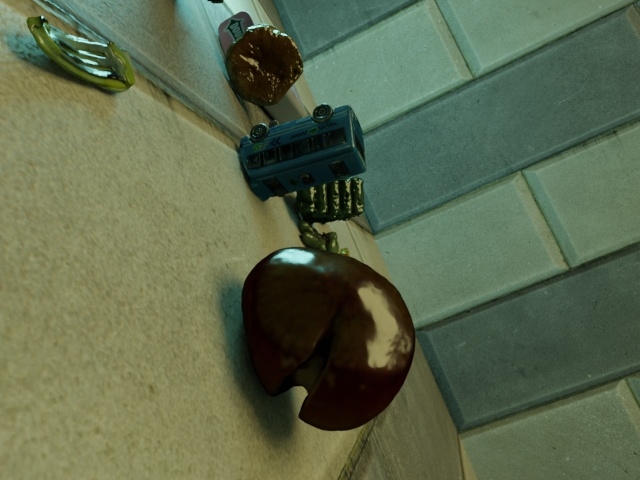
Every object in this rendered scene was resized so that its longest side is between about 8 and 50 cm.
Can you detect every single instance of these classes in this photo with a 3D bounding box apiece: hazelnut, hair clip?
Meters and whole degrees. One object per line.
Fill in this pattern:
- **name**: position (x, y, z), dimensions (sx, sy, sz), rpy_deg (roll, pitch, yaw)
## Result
- **hazelnut**: position (0.001, 0.123, 0.628), dimensions (0.251, 0.217, 0.217), rpy_deg (44, 5, 16)
- **hair clip**: position (-0.252, -0.196, 0.504), dimensions (0.188, 0.033, 0.060), rpy_deg (-64, 131, -79)

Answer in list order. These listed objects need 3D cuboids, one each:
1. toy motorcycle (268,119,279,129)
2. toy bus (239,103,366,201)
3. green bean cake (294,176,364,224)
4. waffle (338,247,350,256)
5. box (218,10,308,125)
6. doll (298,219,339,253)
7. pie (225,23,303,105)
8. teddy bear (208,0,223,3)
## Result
- **toy motorcycle**: position (-0.094, -0.222, 1.233), dimensions (0.124, 0.061, 0.193), rpy_deg (-90, 163, -80)
- **toy bus**: position (-0.036, -0.174, 0.946), dimensions (0.113, 0.247, 0.134), rpy_deg (48, 33, -60)
- **green bean cake**: position (-0.003, -0.099, 1.249), dimensions (0.208, 0.194, 0.107), rpy_deg (168, -85, -65)
- **waffle**: position (0.110, 0.162, 1.389), dimensions (0.309, 0.065, 0.283), rpy_deg (66, 8, 19)
- **box**: position (-0.156, -0.478, 1.375), dimensions (0.370, 0.112, 0.190), rpy_deg (37, 30, -72)
- **doll**: position (0.000, 0.000, 1.202), dimensions (0.150, 0.078, 0.115), rpy_deg (35, 20, -49)
- **pie**: position (-0.142, -0.434, 1.149), dimensions (0.195, 0.195, 0.046), rpy_deg (62, -11, -22)
- **teddy bear**: position (-0.269, -0.590, 1.000), dimensions (0.251, 0.129, 0.182), rpy_deg (28, -7, 23)
